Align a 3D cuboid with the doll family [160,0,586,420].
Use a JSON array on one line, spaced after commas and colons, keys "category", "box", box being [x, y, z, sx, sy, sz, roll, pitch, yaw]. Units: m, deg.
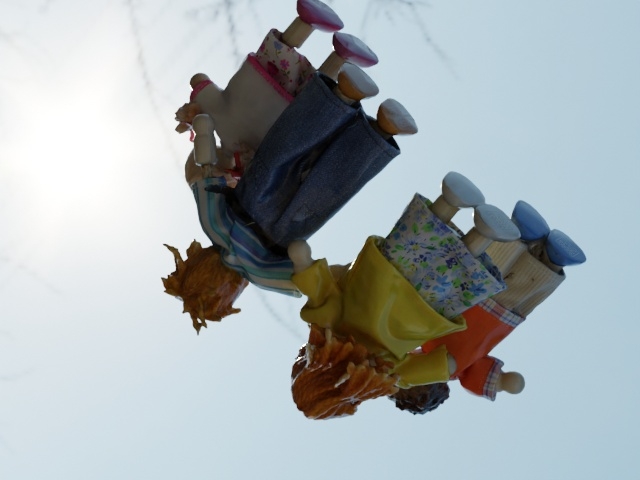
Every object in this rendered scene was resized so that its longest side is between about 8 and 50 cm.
[{"category": "doll family", "box": [0.000, 0.000, 0.829, 0.263, 0.118, 0.163, 46, -67, 11]}]
